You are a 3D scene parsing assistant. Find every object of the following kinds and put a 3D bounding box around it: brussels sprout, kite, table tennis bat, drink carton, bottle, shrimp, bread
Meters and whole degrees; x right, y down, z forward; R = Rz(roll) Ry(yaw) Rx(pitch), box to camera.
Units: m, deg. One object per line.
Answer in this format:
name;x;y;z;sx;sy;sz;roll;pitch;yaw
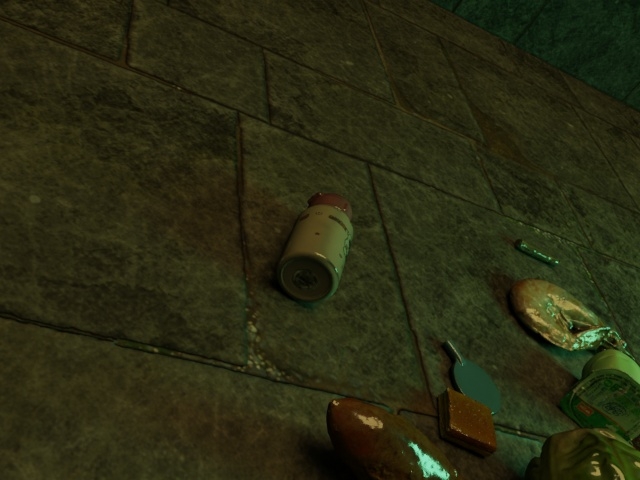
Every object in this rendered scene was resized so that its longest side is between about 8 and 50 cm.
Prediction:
brussels sprout;0.424;0.404;1.079;0.244;0.244;0.244;23;37;-19
kite;0.629;0.411;1.413;0.122;0.004;0.090;36;35;0
table tennis bat;0.268;0.245;1.281;0.100;0.019;0.155;-4;53;-43
drink carton;0.568;0.291;1.389;0.146;0.144;0.142;42;29;7
bottle;0.000;0.000;1.253;0.110;0.110;0.233;32;34;-7
shrimp;0.546;0.194;1.544;0.317;0.077;0.168;34;44;3
bread;0.242;0.301;1.178;0.094;0.035;0.090;27;36;-14

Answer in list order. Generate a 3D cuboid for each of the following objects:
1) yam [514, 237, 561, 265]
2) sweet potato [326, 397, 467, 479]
yam;0.536;0.034;1.749;0.129;0.027;0.033;26;5;-12
sweet potato;0.147;0.335;1.003;0.385;0.109;0.109;38;33;-19
